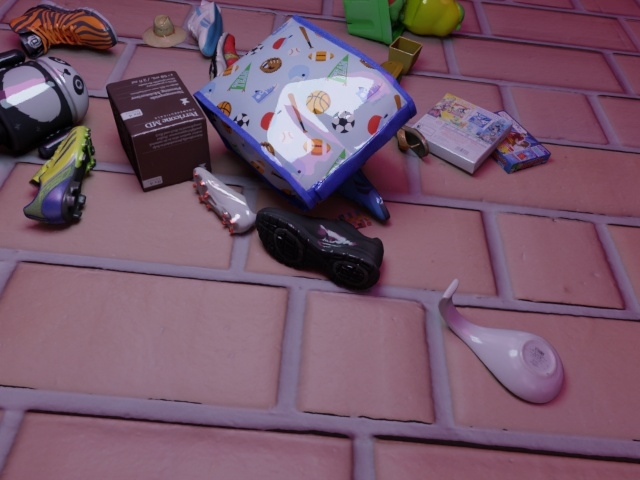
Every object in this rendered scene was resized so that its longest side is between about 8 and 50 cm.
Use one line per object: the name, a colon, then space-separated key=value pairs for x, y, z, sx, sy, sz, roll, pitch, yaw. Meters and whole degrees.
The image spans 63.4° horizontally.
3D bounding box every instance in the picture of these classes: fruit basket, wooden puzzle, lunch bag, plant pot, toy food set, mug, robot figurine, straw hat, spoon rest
fruit basket: x=0.291 y=-0.816 z=1.719 sx=0.392 sy=0.283 sz=0.392 roll=-8 pitch=43 yaw=8
wooden puzzle: x=0.074 y=-0.046 z=1.184 sx=0.083 sy=0.006 sz=0.049 roll=-14 pitch=53 yaw=-18
lunch bag: x=-0.028 y=-0.269 z=1.156 sx=0.328 sy=0.239 sz=0.385 roll=-44 pitch=56 yaw=-9
plant pot: x=0.255 y=-0.562 z=1.594 sx=0.081 sy=0.083 sz=0.081 roll=26 pitch=52 yaw=14
toy food set: x=0.168 y=-0.443 z=1.502 sx=0.128 sy=0.071 sz=0.218 roll=5 pitch=43 yaw=29
mug: x=-0.359 y=-0.739 z=1.697 sx=0.064 sy=0.078 sz=0.062 roll=9 pitch=16 yaw=-10
robot figurine: x=-0.684 y=-0.318 z=1.211 sx=0.174 sy=0.209 sz=0.278 roll=26 pitch=51 yaw=31
straw hat: x=-0.484 y=-0.660 z=1.602 sx=0.145 sy=0.061 sz=0.144 roll=3 pitch=50 yaw=-4
spoon rest: x=0.337 y=0.191 z=0.983 sx=0.276 sy=0.084 sz=0.137 roll=40 pitch=57 yaw=9

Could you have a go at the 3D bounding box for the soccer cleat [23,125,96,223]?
soccer cleat: x=-0.573 y=-0.157 z=1.142 sx=0.121 sy=0.093 sz=0.289 roll=-1 pitch=51 yaw=-8

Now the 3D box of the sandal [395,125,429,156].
sandal: x=0.214 y=-0.270 z=1.356 sx=0.049 sy=0.072 sz=0.180 roll=-36 pitch=59 yaw=-13

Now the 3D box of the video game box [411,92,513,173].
video game box: x=0.368 y=-0.289 z=1.373 sx=0.205 sy=0.048 sz=0.187 roll=35 pitch=67 yaw=26

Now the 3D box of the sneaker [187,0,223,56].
sneaker: x=-0.356 y=-0.639 z=1.595 sx=0.092 sy=0.087 sz=0.228 roll=-13 pitch=52 yaw=10

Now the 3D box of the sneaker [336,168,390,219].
sneaker: x=0.084 y=-0.114 z=1.215 sx=0.082 sy=0.069 sz=0.209 roll=-35 pitch=65 yaw=1

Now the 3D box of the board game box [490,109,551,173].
board game box: x=0.506 y=-0.273 z=1.412 sx=0.136 sy=0.035 sz=0.201 roll=-17 pitch=54 yaw=-19

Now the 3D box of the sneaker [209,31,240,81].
sneaker: x=-0.251 y=-0.484 z=1.476 sx=0.118 sy=0.107 sz=0.279 roll=11 pitch=50 yaw=-22

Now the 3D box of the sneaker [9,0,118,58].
sneaker: x=-0.742 y=-0.579 z=1.478 sx=0.321 sy=0.124 sz=0.180 roll=18 pitch=53 yaw=22

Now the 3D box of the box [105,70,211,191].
box: x=-0.371 y=-0.256 z=1.202 sx=0.169 sy=0.167 sz=0.203 roll=-21 pitch=55 yaw=-23

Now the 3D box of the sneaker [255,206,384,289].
sneaker: x=0.000 y=0.000 z=1.089 sx=0.286 sy=0.109 sz=0.130 roll=26 pitch=42 yaw=6

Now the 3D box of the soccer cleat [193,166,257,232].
soccer cleat: x=-0.214 y=-0.094 z=1.156 sx=0.076 sy=0.068 sz=0.196 roll=-28 pitch=65 yaw=-33
